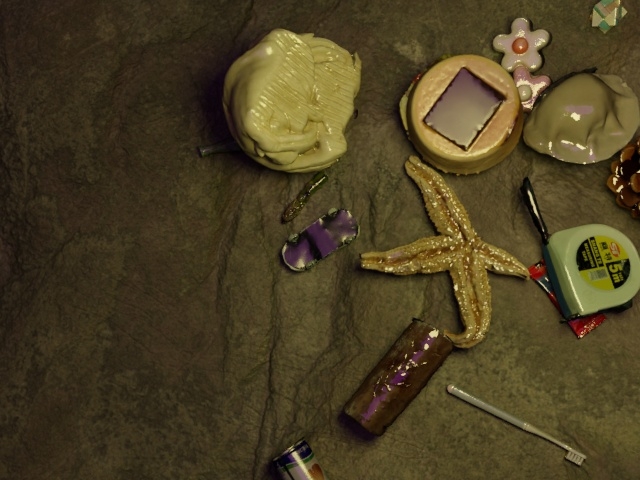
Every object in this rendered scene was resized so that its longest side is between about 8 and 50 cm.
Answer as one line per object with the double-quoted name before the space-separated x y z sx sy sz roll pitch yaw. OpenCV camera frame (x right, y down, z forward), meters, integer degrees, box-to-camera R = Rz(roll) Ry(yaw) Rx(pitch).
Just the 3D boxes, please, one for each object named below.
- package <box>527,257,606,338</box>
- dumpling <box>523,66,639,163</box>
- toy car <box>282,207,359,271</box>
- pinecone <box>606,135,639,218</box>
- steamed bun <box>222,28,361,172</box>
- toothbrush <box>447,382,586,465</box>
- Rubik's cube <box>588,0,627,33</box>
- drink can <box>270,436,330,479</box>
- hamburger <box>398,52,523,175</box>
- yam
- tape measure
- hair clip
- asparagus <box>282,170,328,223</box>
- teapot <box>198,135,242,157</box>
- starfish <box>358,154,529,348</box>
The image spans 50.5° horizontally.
"package" 0.580 0.127 1.605 0.083 0.022 0.200 -34 76 -3
"dumpling" 0.616 -0.303 1.591 0.292 0.204 0.163 -30 122 -5
"toy car" 0.000 0.000 1.668 0.204 0.056 0.095 -34 78 2
"pinecone" 0.794 -0.133 1.525 0.264 0.264 0.264 -1 79 5
"steamed bun" -0.081 -0.330 1.653 0.394 0.237 0.347 -34 106 -34
"toothbrush" 0.447 0.418 1.559 0.342 0.025 0.030 29 85 9
"Rubik's cube" 0.723 -0.571 1.706 0.075 0.073 0.084 36 82 12
"drink can" -0.014 0.572 1.535 0.097 0.097 0.235 -34 77 -2
"hamburger" 0.346 -0.307 1.637 0.301 0.170 0.302 0 88 8
"yam" 0.180 0.313 1.555 0.131 0.131 0.280 39 87 11
"tape measure" 0.603 0.006 1.579 0.215 0.098 0.352 -11 75 -10
"hair clip" 0.506 -0.428 1.702 0.146 0.075 0.257 0 83 6
"asparagus" -0.042 -0.106 1.707 0.036 0.030 0.165 41 83 -16
"teapot" -0.259 -0.241 1.751 0.110 0.043 0.043 -12 78 7
"starfish" 0.275 0.029 1.615 0.324 0.082 0.432 -42 80 -13
